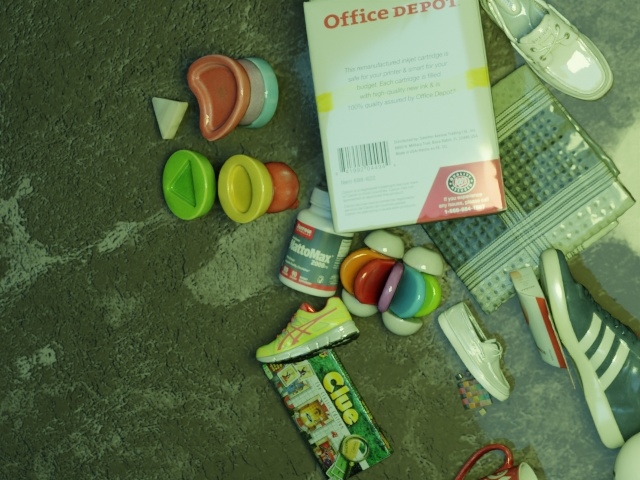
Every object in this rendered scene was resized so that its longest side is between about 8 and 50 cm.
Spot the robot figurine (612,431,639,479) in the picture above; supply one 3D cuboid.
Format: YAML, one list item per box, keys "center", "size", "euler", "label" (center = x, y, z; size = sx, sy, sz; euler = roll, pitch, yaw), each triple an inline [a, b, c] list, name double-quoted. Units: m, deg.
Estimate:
- center: [0.588, 0.370, 1.585]
  size: [0.209, 0.278, 0.173]
  euler: [120, 142, -50]
  label: "robot figurine"

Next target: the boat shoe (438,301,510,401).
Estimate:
- center: [0.279, 0.189, 1.774]
  size: [0.063, 0.066, 0.184]
  euler: [-39, 72, 18]
  label: "boat shoe"

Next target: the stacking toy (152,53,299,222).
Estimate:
- center: [-0.167, -0.178, 1.897]
  size: [0.279, 0.130, 0.309]
  euler: [-11, 87, 45]
  label: "stacking toy"

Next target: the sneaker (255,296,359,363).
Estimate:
- center: [-0.030, 0.162, 1.836]
  size: [0.208, 0.081, 0.094]
  euler: [-23, 75, 23]
  label: "sneaker"

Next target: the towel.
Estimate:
- center: [0.323, -0.087, 1.749]
  size: [0.324, 0.056, 0.312]
  euler: [-39, 79, 19]
  label: "towel"

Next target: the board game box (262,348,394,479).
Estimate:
- center: [0.012, 0.308, 1.885]
  size: [0.136, 0.030, 0.259]
  euler: [-33, 83, 15]
  label: "board game box"

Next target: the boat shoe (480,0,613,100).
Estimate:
- center: [0.362, -0.334, 1.686]
  size: [0.277, 0.096, 0.098]
  euler: [44, 104, 10]
  label: "boat shoe"

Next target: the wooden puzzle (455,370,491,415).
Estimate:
- center: [0.271, 0.269, 1.807]
  size: [0.049, 0.006, 0.083]
  euler: [-16, 89, 19]
  label: "wooden puzzle"

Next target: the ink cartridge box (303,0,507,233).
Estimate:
- center: [0.144, -0.217, 1.679]
  size: [0.279, 0.160, 0.384]
  euler: [-7, 89, 12]
  label: "ink cartridge box"

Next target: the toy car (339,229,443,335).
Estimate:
- center: [0.117, 0.075, 1.776]
  size: [0.182, 0.136, 0.159]
  euler: [25, 101, 15]
  label: "toy car"

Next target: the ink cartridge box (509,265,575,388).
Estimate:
- center: [0.357, 0.143, 1.657]
  size: [0.045, 0.179, 0.145]
  euler: [-19, 113, 12]
  label: "ink cartridge box"

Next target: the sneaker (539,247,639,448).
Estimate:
- center: [0.470, 0.158, 1.670]
  size: [0.148, 0.131, 0.350]
  euler: [-22, 99, 11]
  label: "sneaker"

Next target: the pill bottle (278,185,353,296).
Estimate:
- center: [0.000, 0.000, 1.826]
  size: [0.108, 0.108, 0.180]
  euler: [20, 99, 16]
  label: "pill bottle"

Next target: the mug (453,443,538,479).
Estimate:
- center: [0.290, 0.448, 1.778]
  size: [0.169, 0.150, 0.113]
  euler: [-23, 123, 23]
  label: "mug"
